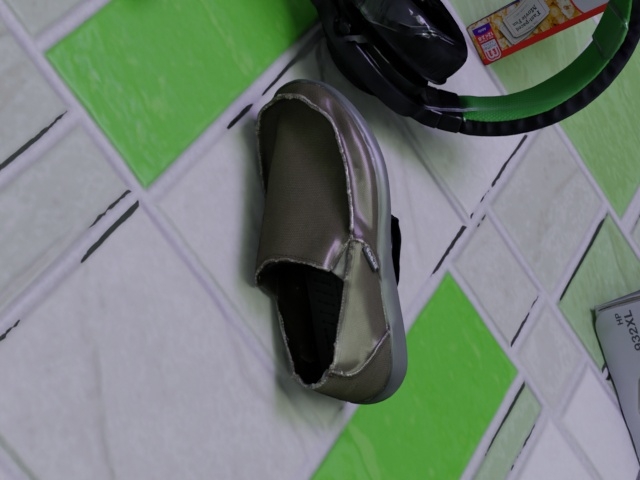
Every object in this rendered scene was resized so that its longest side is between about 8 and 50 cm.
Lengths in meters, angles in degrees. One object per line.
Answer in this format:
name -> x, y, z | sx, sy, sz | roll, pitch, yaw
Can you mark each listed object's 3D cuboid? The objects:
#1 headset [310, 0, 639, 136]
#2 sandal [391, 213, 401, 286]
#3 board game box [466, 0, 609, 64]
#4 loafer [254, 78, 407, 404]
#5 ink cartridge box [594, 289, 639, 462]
headset -> 0.074, -0.207, 1.060 | 0.394, 0.243, 0.185 | 16, 30, -10
sandal -> 0.048, 0.018, 1.062 | 0.067, 0.040, 0.179 | 1, 75, -70
board game box -> 0.256, -0.240, 1.286 | 0.147, 0.193, 0.045 | -34, 99, -47
loafer -> 0.000, 0.000, 0.993 | 0.087, 0.094, 0.251 | -4, 77, -51
ink cartridge box -> 0.437, 0.130, 1.371 | 0.307, 0.129, 0.223 | -14, 84, -48
